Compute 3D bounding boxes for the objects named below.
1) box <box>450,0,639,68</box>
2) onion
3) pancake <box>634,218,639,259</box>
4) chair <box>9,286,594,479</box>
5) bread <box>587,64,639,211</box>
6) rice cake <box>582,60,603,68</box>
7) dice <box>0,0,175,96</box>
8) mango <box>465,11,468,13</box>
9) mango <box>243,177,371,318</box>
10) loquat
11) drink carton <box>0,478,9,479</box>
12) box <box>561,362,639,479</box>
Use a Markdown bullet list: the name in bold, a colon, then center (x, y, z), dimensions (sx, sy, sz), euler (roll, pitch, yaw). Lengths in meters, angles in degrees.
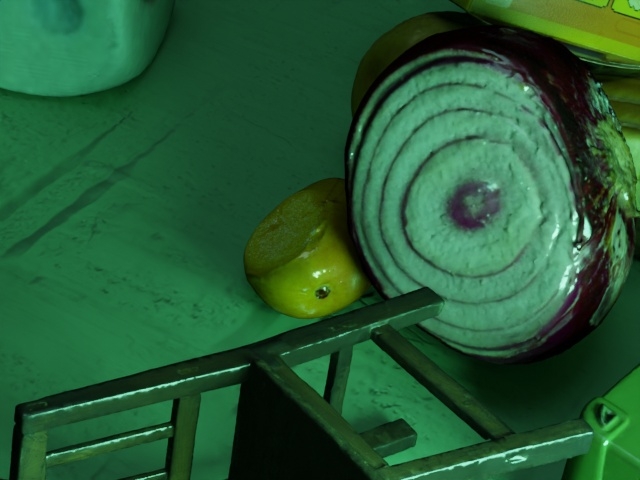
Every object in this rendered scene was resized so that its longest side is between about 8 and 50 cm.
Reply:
- **box**: center (0.254, -0.345, 1.979), dimensions (0.259, 0.214, 0.283), euler (12, 16, -22)
- **onion**: center (0.184, -0.046, 1.759), dimensions (0.282, 0.337, 0.260), euler (-25, -6, 26)
- **pancake**: center (0.432, -0.038, 1.941), dimensions (0.241, 0.050, 0.242), euler (1, 40, -1)
- **chair**: center (-0.020, 0.216, 1.454), dimensions (0.416, 0.203, 0.240), euler (-15, 42, -31)
- **bread**: center (0.369, -0.123, 1.927), dimensions (0.246, 0.111, 0.239), euler (13, 34, 36)
- **rice cake**: center (0.402, -0.187, 2.136), dimensions (0.124, 0.038, 0.211), euler (-19, 43, -25)
- **dice**: center (-0.325, -0.351, 2.129), dimensions (0.262, 0.265, 0.268), euler (10, 40, 10)
- **mango**: center (0.227, -0.245, 2.165), dimensions (0.102, 0.085, 0.184), euler (9, 42, -4)
- **mango**: center (0.002, 0.005, 1.833), dimensions (0.141, 0.102, 0.217), euler (-12, 29, 23)
- **loquat**: center (0.138, -0.155, 1.967), dimensions (0.208, 0.208, 0.208), euler (1, 38, -1)
- **drink carton**: center (-0.289, 0.281, 1.505), dimensions (0.071, 0.056, 0.166), euler (5, 38, 15)
- **box**: center (0.374, 0.189, 1.551), dimensions (0.252, 0.178, 0.328), euler (30, 46, 32)
